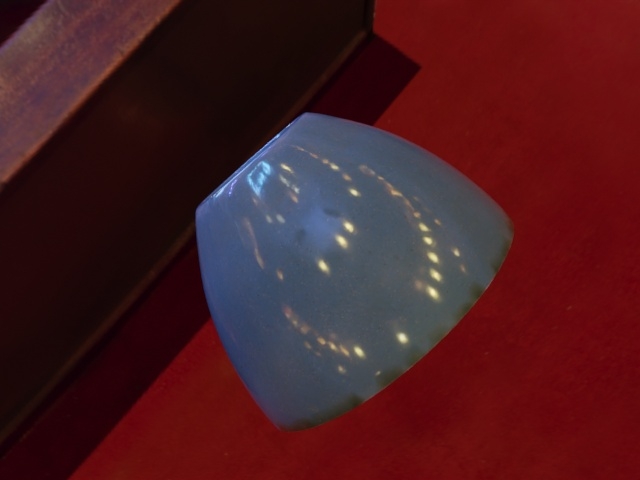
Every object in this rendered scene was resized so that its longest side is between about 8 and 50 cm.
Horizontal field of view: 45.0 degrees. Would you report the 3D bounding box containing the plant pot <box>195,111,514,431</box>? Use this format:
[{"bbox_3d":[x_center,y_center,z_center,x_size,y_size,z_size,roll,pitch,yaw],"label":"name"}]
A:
[{"bbox_3d":[0.000,0.000,0.710,0.290,0.290,0.195,-44,100,-12],"label":"plant pot"}]
